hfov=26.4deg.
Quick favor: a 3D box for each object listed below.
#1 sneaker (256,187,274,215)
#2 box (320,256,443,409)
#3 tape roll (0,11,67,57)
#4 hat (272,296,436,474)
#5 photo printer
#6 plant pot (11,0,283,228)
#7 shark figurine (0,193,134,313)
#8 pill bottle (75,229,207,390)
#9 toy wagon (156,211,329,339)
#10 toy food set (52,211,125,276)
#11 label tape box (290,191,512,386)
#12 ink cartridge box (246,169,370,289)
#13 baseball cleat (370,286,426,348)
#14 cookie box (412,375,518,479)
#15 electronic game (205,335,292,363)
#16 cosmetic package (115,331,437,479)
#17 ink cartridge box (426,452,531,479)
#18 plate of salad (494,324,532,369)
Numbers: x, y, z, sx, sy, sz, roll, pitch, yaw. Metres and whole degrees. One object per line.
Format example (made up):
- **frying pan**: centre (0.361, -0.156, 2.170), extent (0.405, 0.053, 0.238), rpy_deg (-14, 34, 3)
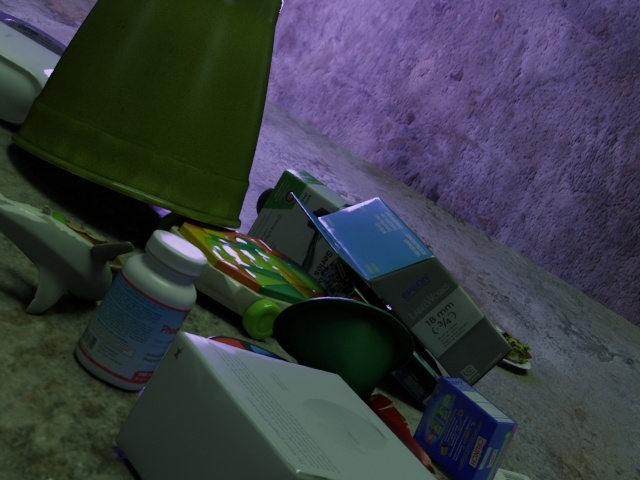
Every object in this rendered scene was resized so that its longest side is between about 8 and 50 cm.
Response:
- **sneaker**: centre (-0.008, -0.018, 2.475), extent (0.270, 0.090, 0.145), rpy_deg (32, 10, -16)
- **box**: centre (0.097, 0.140, 2.018), extent (0.233, 0.044, 0.159), rpy_deg (48, 7, -18)
- **tape roll**: centre (-0.533, -0.335, 2.462), extent (0.189, 0.080, 0.189), rpy_deg (31, 12, -7)
- **hat**: centre (0.019, 0.186, 1.625), extent (0.173, 0.208, 0.183), rpy_deg (32, 52, -25)
- **photo printer**: centre (-0.540, -0.292, 2.196), extent (0.307, 0.107, 0.256), rpy_deg (31, 12, -5)
- **plant pot**: centre (-0.227, -0.248, 2.047), extent (0.366, 0.353, 0.366), rpy_deg (22, 4, -2)
- **shark figurine**: centre (-0.327, 0.017, 1.502), extent (0.278, 0.116, 0.166), rpy_deg (34, -25, -33)
- **pill bottle**: centre (-0.187, 0.073, 1.451), extent (0.087, 0.160, 0.087), rpy_deg (30, 12, -7)
- **toy wagon**: centre (-0.080, 0.063, 1.999), extent (0.344, 0.068, 0.267), rpy_deg (19, 17, -47)
- **toy food set**: centre (-0.299, 0.004, 1.751), extent (0.192, 0.038, 0.132), rpy_deg (29, 12, -13)
- **label tape box**: centre (0.123, 0.045, 2.065), extent (0.333, 0.106, 0.240), rpy_deg (48, 2, -30)
- **ink cartridge box**: centre (0.000, 0.000, 2.258), extent (0.208, 0.153, 0.087), rpy_deg (35, 13, 20)
- **baseball cleat**: centre (0.128, 0.113, 2.324), extent (0.109, 0.072, 0.206), rpy_deg (13, 18, -40)
- **cookie box**: centre (0.168, 0.225, 1.595), extent (0.040, 0.091, 0.107), rpy_deg (7, 22, -41)
- **electronic game**: centre (-0.048, 0.185, 1.626), extent (0.229, 0.048, 0.229), rpy_deg (30, 12, -7)
- **cosmetic package**: centre (-0.035, 0.220, 1.288), extent (0.225, 0.138, 0.224), rpy_deg (23, 15, -43)
- **ink cartridge box**: centre (0.168, 0.331, 1.529), extent (0.261, 0.066, 0.296), rpy_deg (19, 15, -20)
- **plate of salad**: centre (0.323, 0.180, 2.599), extent (0.200, 0.048, 0.200), rpy_deg (31, 12, -7)
